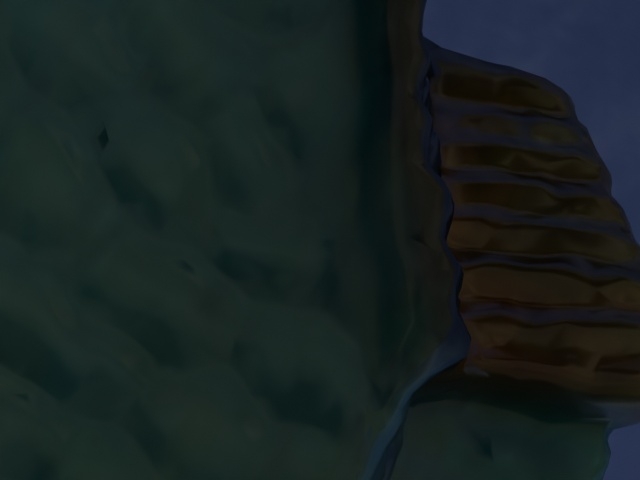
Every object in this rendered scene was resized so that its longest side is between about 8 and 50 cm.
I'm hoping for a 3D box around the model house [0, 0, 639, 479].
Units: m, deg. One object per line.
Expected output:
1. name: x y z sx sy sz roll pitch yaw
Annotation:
1. model house: 0.000 0.000 0.462 0.226 0.261 0.241 25 -94 3
